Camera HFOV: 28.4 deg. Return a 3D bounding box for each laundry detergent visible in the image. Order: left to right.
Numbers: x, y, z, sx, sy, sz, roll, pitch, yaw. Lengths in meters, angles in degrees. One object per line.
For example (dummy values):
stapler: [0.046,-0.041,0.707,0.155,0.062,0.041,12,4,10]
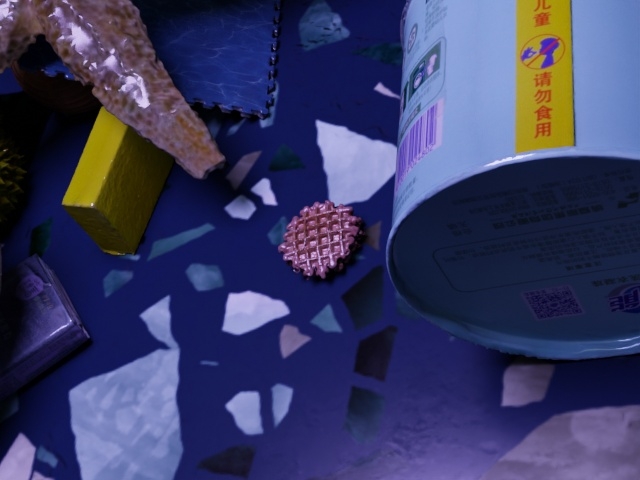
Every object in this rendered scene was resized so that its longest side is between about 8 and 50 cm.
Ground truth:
laundry detergent: [0.201,-0.104,1.012,0.287,0.287,0.305,-7,55,19]

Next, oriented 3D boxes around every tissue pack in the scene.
tissue pack: [-0.317,0.098,1.250,0.156,0.051,0.112,-35,51,-3]

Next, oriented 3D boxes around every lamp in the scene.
lamp: [-0.276,-0.207,1.392,0.136,0.136,0.136,-12,53,16]

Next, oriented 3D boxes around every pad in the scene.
pad: [-0.174,-0.258,1.368,0.270,0.012,0.269,9,56,-12]

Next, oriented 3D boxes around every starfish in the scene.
starfish: [-0.219,-0.211,1.221,0.432,0.082,0.324,-5,78,8]

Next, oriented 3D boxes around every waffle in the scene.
waffle: [0.000,0.000,1.195,0.075,0.029,0.083,22,70,34]

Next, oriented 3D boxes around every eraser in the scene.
eraser: [-0.203,-0.060,1.281,0.045,0.097,0.122,4,59,23]

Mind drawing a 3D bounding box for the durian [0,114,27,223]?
durian: [-0.399,-0.077,1.355,0.159,0.146,0.198,-35,41,17]
